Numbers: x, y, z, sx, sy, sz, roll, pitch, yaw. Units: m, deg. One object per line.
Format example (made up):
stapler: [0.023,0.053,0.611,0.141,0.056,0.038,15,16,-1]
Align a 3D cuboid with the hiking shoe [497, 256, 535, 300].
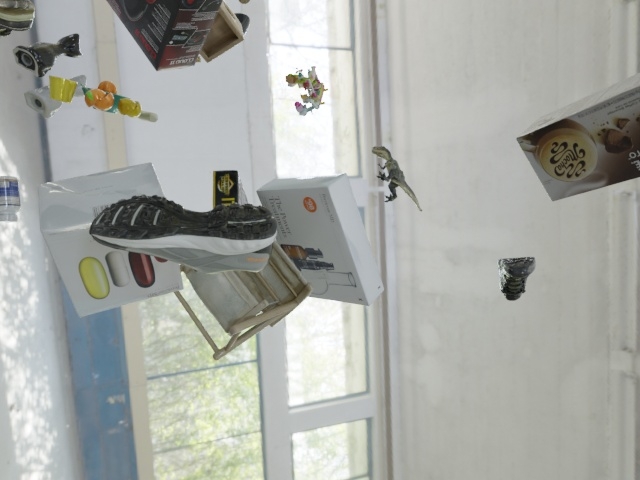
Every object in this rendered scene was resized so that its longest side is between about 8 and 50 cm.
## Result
hiking shoe: [0.516,0.102,1.265,0.227,0.086,0.114,9,76,-75]

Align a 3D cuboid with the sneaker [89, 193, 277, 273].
sneaker: [-0.202,0.003,0.714,0.100,0.271,0.108,-86,-176,-48]

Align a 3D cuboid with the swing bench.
swing bench: [-0.200,0.100,1.163,0.253,0.254,0.165,51,-44,14]

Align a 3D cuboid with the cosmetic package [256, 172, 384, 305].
cosmetic package: [0.000,0.000,1.400,0.284,0.097,0.377,0,-59,41]

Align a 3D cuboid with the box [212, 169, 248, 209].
box: [-0.260,-0.010,1.431,0.257,0.079,0.322,98,-11,-71]

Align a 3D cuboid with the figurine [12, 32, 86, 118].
figurine: [-0.805,-0.512,1.486,0.209,0.092,0.215,-56,163,-48]

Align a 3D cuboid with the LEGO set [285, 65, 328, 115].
LEGO set: [-0.054,-0.555,1.678,0.287,0.132,0.107,-108,174,-45]

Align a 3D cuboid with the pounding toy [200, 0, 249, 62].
pounding toy: [-0.275,-0.611,1.272,0.181,0.206,0.094,45,24,-51]

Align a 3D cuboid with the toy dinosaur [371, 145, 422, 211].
toy dinosaur: [0.238,-0.190,1.560,0.064,0.118,0.268,-29,-86,50]

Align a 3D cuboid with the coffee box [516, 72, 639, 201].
coffee box: [0.574,-0.208,0.953,0.168,0.119,0.297,57,-30,-8]

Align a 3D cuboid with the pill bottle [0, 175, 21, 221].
pill bottle: [-0.843,-0.109,1.293,0.067,0.067,0.120,171,-86,-72]

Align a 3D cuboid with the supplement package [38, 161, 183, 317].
supplement package: [-0.370,-0.003,0.874,0.149,0.194,0.203,-124,-153,-43]

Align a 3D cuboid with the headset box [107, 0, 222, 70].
headset box: [-0.330,-0.525,1.020,0.218,0.110,0.293,55,-43,6]

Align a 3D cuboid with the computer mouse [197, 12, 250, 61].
computer mouse: [-0.334,-0.591,1.457,0.060,0.262,0.184,64,-27,9]

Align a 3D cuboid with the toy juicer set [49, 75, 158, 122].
toy juicer set: [-0.593,-0.413,1.408,0.329,0.209,0.089,-16,120,-73]

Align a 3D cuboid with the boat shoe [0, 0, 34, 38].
boat shoe: [-0.539,-0.370,0.794,0.223,0.080,0.073,28,-54,26]
